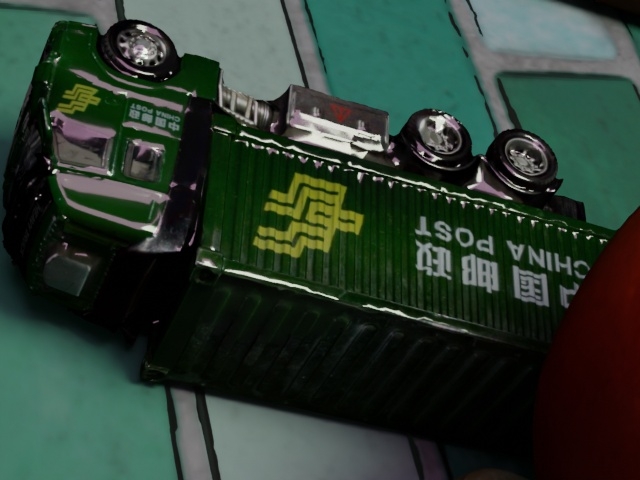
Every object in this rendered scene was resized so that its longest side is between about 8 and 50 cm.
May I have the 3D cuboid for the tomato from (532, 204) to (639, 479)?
[{"bbox_3d":[0.200,0.097,0.436,0.298,0.226,0.298,34,41,-35],"label":"tomato"}]

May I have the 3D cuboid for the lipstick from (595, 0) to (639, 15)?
[{"bbox_3d":[0.141,-0.169,0.762,0.356,0.057,0.057,16,50,-12],"label":"lipstick"}]

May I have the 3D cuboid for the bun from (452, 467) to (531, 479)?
[{"bbox_3d":[0.066,0.130,0.505,0.086,0.055,0.086,23,42,-23],"label":"bun"}]

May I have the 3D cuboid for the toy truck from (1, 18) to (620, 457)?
[{"bbox_3d":[0.000,0.000,0.553,0.259,0.088,0.121,15,51,-14],"label":"toy truck"}]
